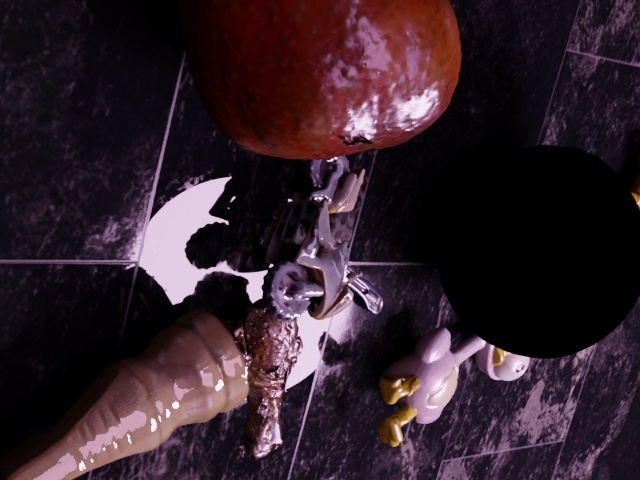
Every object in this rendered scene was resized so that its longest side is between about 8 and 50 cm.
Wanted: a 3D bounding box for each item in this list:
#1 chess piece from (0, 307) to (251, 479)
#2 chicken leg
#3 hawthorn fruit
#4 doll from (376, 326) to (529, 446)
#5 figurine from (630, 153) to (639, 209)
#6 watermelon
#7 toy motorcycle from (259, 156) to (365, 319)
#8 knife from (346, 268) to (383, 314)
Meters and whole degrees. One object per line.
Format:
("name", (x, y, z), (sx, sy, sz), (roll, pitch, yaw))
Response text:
("chess piece", (-0.227, 0.197, 1.321), (0.301, 0.137, 0.137), (-30, 128, -31))
("chicken leg", (-0.072, 0.163, 1.474), (0.125, 0.080, 0.196), (-35, 127, -41))
("hawthorn fruit", (-0.016, -0.256, 1.220), (0.285, 0.285, 0.369), (-33, 107, -28))
("doll", (0.215, 0.172, 1.754), (0.365, 0.094, 0.160), (-21, 126, -34))
("figurine", (0.561, -0.110, 1.955), (0.176, 0.121, 0.122), (-13, 92, -54))
("watermelon", (0.300, 0.017, 1.623), (0.285, 0.285, 0.285), (-21, 123, -35))
("toy motorcycle", (0.001, 0.000, 1.458), (0.130, 0.094, 0.229), (32, 67, -36))
("knife", (0.050, 0.064, 1.599), (0.121, 0.018, 0.031), (40, 79, -44))
